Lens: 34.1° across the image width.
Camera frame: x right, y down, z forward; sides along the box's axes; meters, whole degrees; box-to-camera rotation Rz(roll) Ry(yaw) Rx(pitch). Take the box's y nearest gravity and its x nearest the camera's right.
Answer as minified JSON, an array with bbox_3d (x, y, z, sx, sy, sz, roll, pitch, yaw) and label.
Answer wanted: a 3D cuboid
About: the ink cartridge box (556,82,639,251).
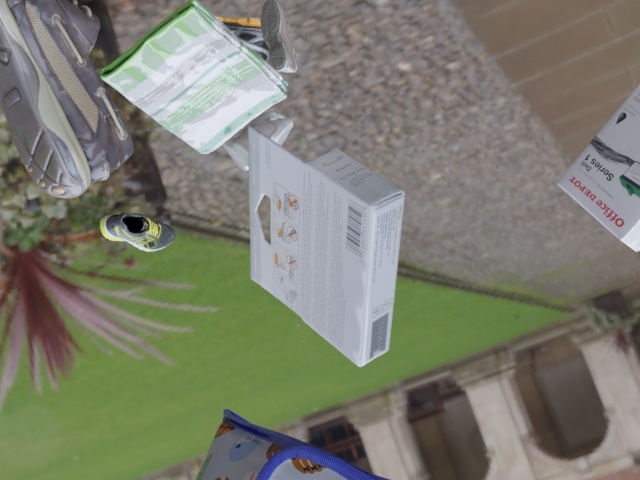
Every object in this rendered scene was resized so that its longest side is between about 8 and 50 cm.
[{"bbox_3d":[0.504,-0.116,1.632,0.092,0.160,0.219,19,113,-49],"label":"ink cartridge box"}]

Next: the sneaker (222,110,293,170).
[{"bbox_3d":[-0.094,-0.157,1.548,0.094,0.080,0.212,-43,-157,-9],"label":"sneaker"}]

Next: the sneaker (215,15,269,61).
[{"bbox_3d":[-0.189,-0.354,1.870,0.214,0.083,0.084,-1,173,-8],"label":"sneaker"}]

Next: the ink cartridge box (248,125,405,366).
[{"bbox_3d":[0.000,0.000,1.398,0.060,0.239,0.275,-27,137,-32],"label":"ink cartridge box"}]

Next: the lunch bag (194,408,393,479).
[{"bbox_3d":[-0.038,0.398,1.191,0.239,0.328,0.385,31,169,-28],"label":"lunch bag"}]

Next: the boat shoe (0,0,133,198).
[{"bbox_3d":[-0.334,-0.229,1.242,0.130,0.356,0.132,-29,-166,-35],"label":"boat shoe"}]

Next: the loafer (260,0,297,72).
[{"bbox_3d":[-0.065,-0.325,1.676,0.045,0.125,0.039,-23,161,36],"label":"loafer"}]

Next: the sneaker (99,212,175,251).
[{"bbox_3d":[-0.173,-0.009,1.023,0.083,0.031,0.035,8,164,-43],"label":"sneaker"}]

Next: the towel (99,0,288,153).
[{"bbox_3d":[-0.109,-0.141,0.943,0.113,0.023,0.152,-37,144,13],"label":"towel"}]
